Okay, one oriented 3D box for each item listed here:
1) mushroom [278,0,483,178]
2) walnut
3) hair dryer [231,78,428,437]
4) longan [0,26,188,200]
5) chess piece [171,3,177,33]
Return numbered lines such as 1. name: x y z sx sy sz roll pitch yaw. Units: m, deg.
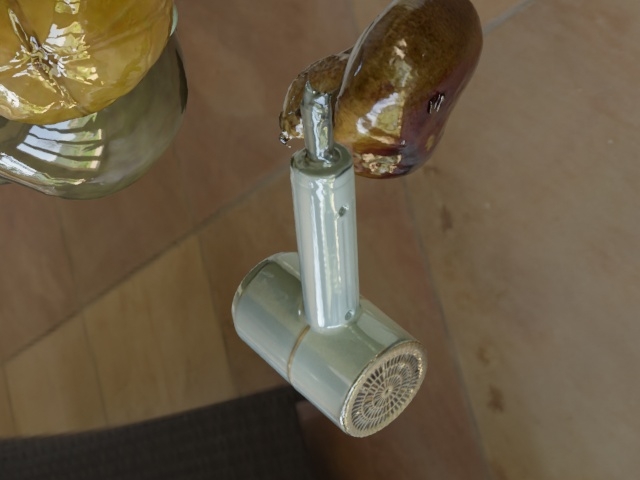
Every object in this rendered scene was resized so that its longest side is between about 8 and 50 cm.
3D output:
1. mushroom: 0.092 -0.256 1.805 0.259 0.345 0.345 27 128 7
2. walnut: -0.207 -0.189 0.876 0.226 0.193 0.193 -118 35 -53
3. hair dryer: 0.000 0.000 0.988 0.173 0.107 0.357 37 146 33
4. longan: -0.309 -0.190 1.328 0.319 0.318 0.319 18 112 53
5. chess piece: -0.184 -0.215 1.153 0.149 0.059 0.059 -74 -12 -71
